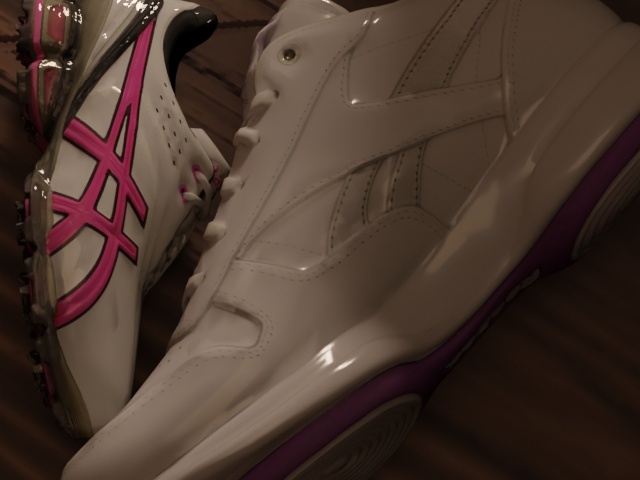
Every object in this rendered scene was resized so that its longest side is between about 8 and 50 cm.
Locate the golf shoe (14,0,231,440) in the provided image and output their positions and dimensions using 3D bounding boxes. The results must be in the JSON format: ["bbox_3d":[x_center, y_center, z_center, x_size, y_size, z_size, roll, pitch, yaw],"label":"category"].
[{"bbox_3d":[-0.077,-0.015,0.722,0.086,0.067,0.186,0,76,-5],"label":"golf shoe"}]

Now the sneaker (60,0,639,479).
[{"bbox_3d":[0.000,0.000,0.714,0.152,0.114,0.305,42,70,16],"label":"sneaker"}]
